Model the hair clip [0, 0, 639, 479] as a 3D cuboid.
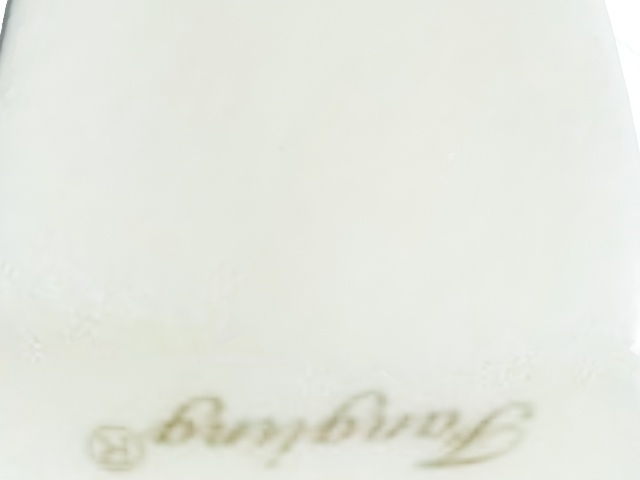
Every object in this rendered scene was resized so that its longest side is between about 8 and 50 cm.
[{"bbox_3d":[0.000,0.011,0.349,0.172,0.282,0.113,1,-167,1],"label":"hair clip"}]
